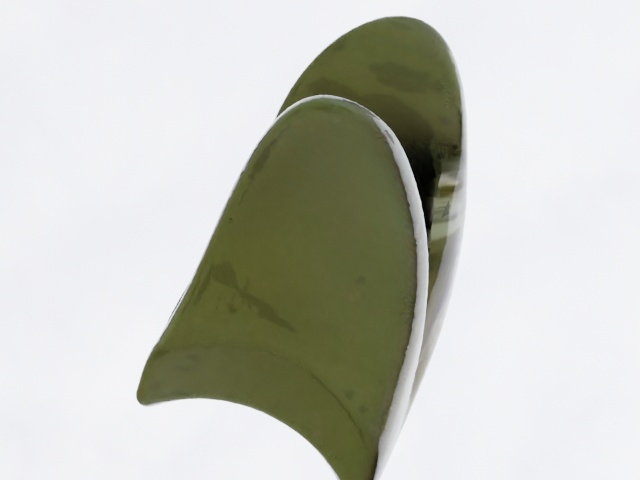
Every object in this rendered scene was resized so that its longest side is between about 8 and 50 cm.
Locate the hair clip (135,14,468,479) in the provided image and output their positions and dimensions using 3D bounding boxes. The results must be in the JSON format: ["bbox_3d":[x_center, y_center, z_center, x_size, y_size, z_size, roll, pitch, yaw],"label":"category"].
[{"bbox_3d":[0.005,0.000,1.042,0.172,0.113,0.282,22,-65,14],"label":"hair clip"}]
